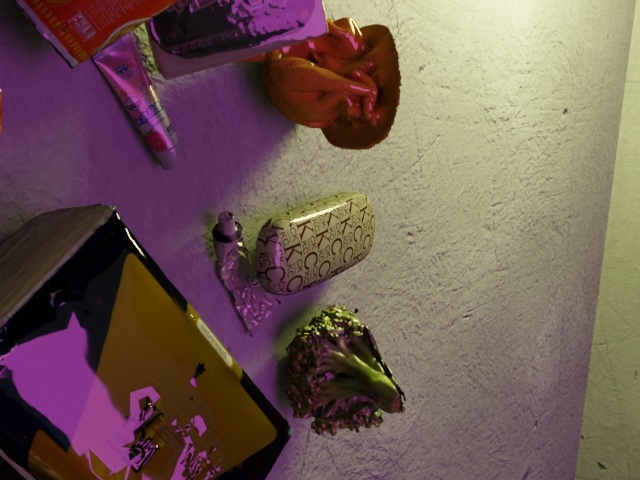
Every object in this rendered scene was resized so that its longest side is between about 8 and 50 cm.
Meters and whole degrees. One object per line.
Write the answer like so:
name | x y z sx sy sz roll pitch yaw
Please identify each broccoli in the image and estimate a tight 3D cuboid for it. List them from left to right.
broccoli | 0.025 0.258 1.465 0.180 0.273 0.242 -16 116 -12

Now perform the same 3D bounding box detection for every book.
book | -0.146 -0.429 1.074 0.260 0.043 0.371 -18 118 -9

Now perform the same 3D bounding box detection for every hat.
hat | -0.032 -0.261 1.268 0.233 0.233 0.244 7 53 -32

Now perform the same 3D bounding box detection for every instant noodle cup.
instant noodle cup | -0.259 -0.321 0.940 0.212 0.193 0.193 -41 135 -5

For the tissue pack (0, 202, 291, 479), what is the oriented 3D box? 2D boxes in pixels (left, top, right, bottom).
tissue pack | -0.262 0.196 0.989 0.264 0.253 0.416 -52 123 -33

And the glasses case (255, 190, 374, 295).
glasses case | 0.000 0.000 1.438 0.354 0.085 0.137 -22 115 -55

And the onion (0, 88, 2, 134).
onion | -0.442 -0.129 0.734 0.276 0.276 0.276 -19 115 -48

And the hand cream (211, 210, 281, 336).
hand cream | -0.132 0.051 1.338 0.084 0.050 0.257 -49 142 -29

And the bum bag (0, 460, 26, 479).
bum bag | -0.393 0.353 1.074 0.137 0.074 0.310 48 57 -34

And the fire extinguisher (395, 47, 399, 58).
fire extinguisher | 0.135 -0.380 1.568 0.028 0.022 0.083 -28 132 2

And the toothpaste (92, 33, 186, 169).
toothpaste | -0.250 -0.191 1.128 0.067 0.043 0.194 -46 127 -30
